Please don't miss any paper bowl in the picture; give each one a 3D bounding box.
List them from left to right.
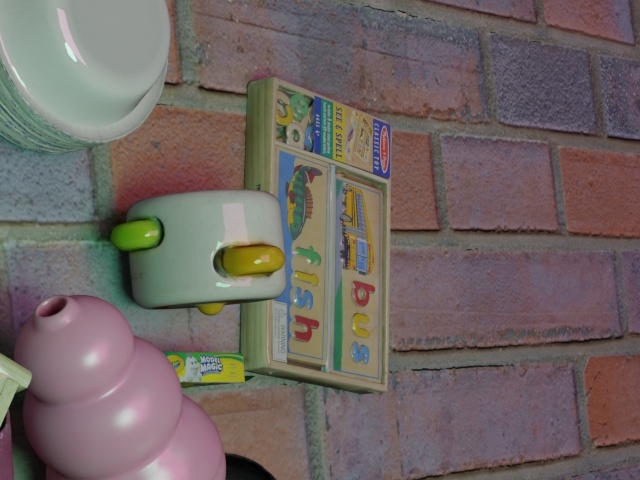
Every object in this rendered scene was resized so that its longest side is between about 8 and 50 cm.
[{"bbox_3d":[-0.288,-0.251,1.932,0.284,0.148,0.284,16,69,-48],"label":"paper bowl"}]

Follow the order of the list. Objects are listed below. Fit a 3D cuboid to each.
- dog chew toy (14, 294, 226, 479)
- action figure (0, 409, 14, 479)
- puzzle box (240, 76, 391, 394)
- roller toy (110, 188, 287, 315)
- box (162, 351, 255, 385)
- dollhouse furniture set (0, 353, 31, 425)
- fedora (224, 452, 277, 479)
[{"bbox_3d":[-0.235,0.198,1.826,0.206,0.207,0.331,-56,137,-41],"label":"dog chew toy"},{"bbox_3d":[-0.362,0.345,1.738,0.275,0.248,0.370,-116,180,-56],"label":"action figure"},{"bbox_3d":[0.000,0.000,2.308,0.272,0.052,0.408,16,70,-49],"label":"puzzle box"},{"bbox_3d":[-0.136,0.019,2.020,0.191,0.209,0.146,16,69,-79],"label":"roller toy"},{"bbox_3d":[-0.173,0.159,2.018,0.179,0.105,0.043,9,76,-50],"label":"box"},{"bbox_3d":[-0.454,0.217,1.396,0.362,0.394,0.256,36,54,-25],"label":"dollhouse furniture set"},{"bbox_3d":[-0.084,0.420,2.035,0.334,0.153,0.334,13,73,-49],"label":"fedora"}]
